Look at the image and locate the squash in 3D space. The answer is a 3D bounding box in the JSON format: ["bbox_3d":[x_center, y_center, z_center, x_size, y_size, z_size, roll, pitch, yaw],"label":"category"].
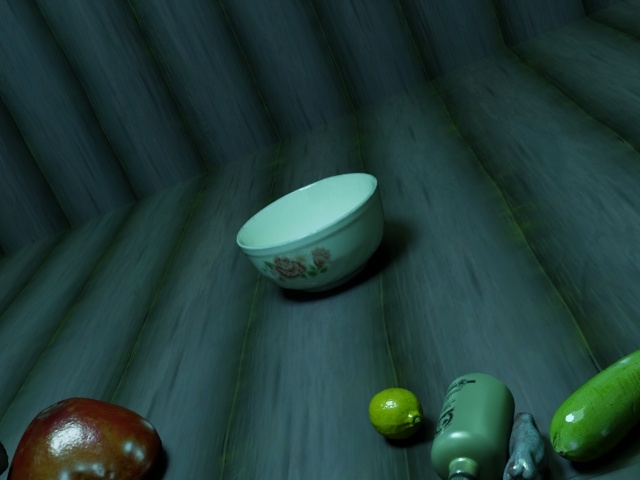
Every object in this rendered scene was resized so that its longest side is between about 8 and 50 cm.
[{"bbox_3d":[0.316,0.162,0.930,0.201,0.066,0.066,-30,20,-23],"label":"squash"}]

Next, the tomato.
[{"bbox_3d":[-0.348,0.298,1.241,0.233,0.140,0.200,-30,13,-16],"label":"tomato"}]

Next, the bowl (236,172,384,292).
[{"bbox_3d":[0.000,0.000,1.614,0.277,0.145,0.277,-22,17,7],"label":"bowl"}]

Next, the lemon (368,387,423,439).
[{"bbox_3d":[0.092,0.209,1.074,0.062,0.062,0.083,-35,20,-28],"label":"lemon"}]

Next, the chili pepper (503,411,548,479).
[{"bbox_3d":[0.213,0.219,0.913,0.041,0.050,0.153,9,24,15],"label":"chili pepper"}]

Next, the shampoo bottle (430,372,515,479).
[{"bbox_3d":[0.160,0.215,0.947,0.079,0.079,0.162,-15,21,25],"label":"shampoo bottle"}]

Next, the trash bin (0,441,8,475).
[{"bbox_3d":[-0.636,0.368,1.117,0.280,0.280,0.432,-5,34,43],"label":"trash bin"}]
